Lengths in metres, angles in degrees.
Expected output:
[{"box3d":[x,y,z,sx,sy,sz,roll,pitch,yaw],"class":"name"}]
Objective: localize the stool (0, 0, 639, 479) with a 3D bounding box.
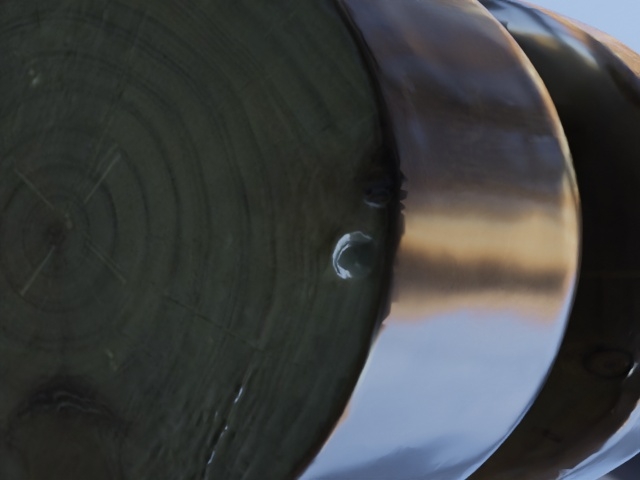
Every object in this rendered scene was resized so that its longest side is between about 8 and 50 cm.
[{"box3d":[0.000,0.000,0.589,0.264,0.179,0.179,3,-94,-61],"class":"stool"}]
